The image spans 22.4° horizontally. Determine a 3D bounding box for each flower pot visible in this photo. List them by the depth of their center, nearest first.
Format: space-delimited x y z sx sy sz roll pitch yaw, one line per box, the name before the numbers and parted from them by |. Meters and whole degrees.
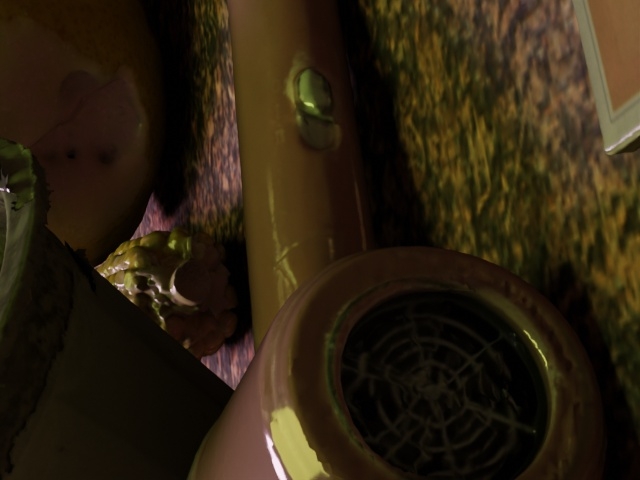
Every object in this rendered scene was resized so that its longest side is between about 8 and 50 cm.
flower pot | -0.146 0.123 0.795 0.290 0.259 0.290 -33 37 30

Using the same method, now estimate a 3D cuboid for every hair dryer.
hair dryer | 0.000 0.000 0.665 0.210 0.125 0.353 118 149 -56

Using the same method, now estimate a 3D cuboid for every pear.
pear | -0.223 -0.084 1.053 0.271 0.271 0.271 175 90 -70

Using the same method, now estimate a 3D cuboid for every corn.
corn | -0.117 0.050 1.040 0.288 0.086 0.087 154 110 -70

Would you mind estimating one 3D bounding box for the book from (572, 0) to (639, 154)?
book | 0.116 -0.139 0.424 0.241 0.018 0.170 135 127 -65
